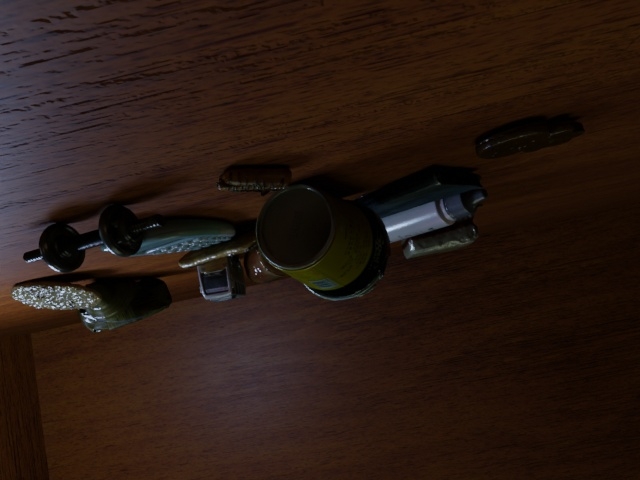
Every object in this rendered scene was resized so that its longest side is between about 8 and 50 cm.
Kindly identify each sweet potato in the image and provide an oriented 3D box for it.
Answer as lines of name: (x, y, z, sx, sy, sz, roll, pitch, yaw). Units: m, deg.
sweet potato: (-0.163, 0.066, 1.400, 0.131, 0.131, 0.336, -8, 170, -27)

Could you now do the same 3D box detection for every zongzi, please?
zongzi: (-0.597, 0.166, 1.516, 0.285, 0.139, 0.300, -16, 159, -30)

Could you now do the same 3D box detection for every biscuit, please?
biscuit: (-0.700, 0.148, 1.304, 0.219, 0.033, 0.220, -4, 156, -2)
biscuit: (-0.220, 0.011, 1.109, 0.247, 0.029, 0.118, -16, -157, 28)
biscuit: (0.332, -0.165, 0.788, 0.174, 0.026, 0.124, -10, 174, -14)

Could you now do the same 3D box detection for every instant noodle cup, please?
instant noodle cup: (0.000, 0.000, 0.902, 0.215, 0.216, 0.236, -14, 165, 19)

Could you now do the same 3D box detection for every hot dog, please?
hot dog: (-0.091, -0.083, 0.695, 0.122, 0.037, 0.049, -9, 169, -34)

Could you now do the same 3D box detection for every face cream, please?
face cream: (0.254, -0.067, 1.170, 0.092, 0.093, 0.311, -5, 169, -43)

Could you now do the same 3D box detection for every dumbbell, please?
dumbbell: (-0.345, -0.001, 0.738, 0.253, 0.082, 0.081, -14, 173, 16)

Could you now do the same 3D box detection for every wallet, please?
wallet: (0.148, -0.078, 1.082, 0.190, 0.046, 0.378, -6, 170, -45)

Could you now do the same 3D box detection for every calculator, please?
calculator: (-0.288, -0.005, 0.959, 0.183, 0.042, 0.295, -15, 175, 26)

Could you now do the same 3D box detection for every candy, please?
candy: (0.324, -0.029, 1.405, 0.179, 0.136, 0.321, -11, 172, 4)

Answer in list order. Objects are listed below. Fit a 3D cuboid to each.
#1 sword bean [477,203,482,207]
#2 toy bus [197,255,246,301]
sword bean: (0.479, -0.107, 1.539, 0.083, 0.012, 0.012, -9, 173, -31)
toy bus: (-0.293, 0.114, 1.479, 0.097, 0.138, 0.342, -9, 174, -3)
